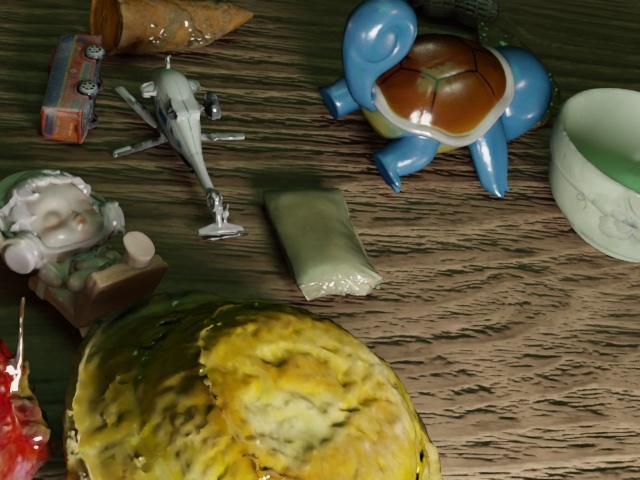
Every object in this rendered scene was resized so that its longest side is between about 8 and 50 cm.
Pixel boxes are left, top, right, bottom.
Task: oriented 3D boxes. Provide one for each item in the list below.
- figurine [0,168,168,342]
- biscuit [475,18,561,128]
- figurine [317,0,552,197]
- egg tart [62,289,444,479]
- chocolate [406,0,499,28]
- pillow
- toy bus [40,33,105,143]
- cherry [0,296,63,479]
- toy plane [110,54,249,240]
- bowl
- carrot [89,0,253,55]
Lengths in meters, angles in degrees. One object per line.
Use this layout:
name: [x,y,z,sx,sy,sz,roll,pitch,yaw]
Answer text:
figurine: [-0.289,-0.005,1.458,0.162,0.141,0.237,-15,50,-42]
biscuit: [0.326,-0.261,2.104,0.141,0.038,0.290,12,42,-10]
figurine: [0.149,-0.213,1.866,0.416,0.243,0.298,12,26,-44]
egg tart: [-0.041,0.194,1.278,0.443,0.178,0.443,22,38,-18]
chocolate: [0.229,-0.412,2.211,0.167,0.072,0.072,14,40,-9]
pillow: [0.000,0.000,1.649,0.119,0.053,0.208,2,39,-25]
toy bus: [-0.335,-0.210,1.737,0.077,0.065,0.192,6,41,-7]
cherry: [-0.372,0.178,1.182,0.250,0.192,0.175,-24,21,-34]
toy plane: [-0.181,-0.128,1.679,0.182,0.107,0.273,5,46,-11]
bowl: [0.465,-0.080,1.858,0.307,0.163,0.307,12,40,-10]
carrot: [-0.213,-0.331,1.906,0.263,0.102,0.102,-11,49,-35]
